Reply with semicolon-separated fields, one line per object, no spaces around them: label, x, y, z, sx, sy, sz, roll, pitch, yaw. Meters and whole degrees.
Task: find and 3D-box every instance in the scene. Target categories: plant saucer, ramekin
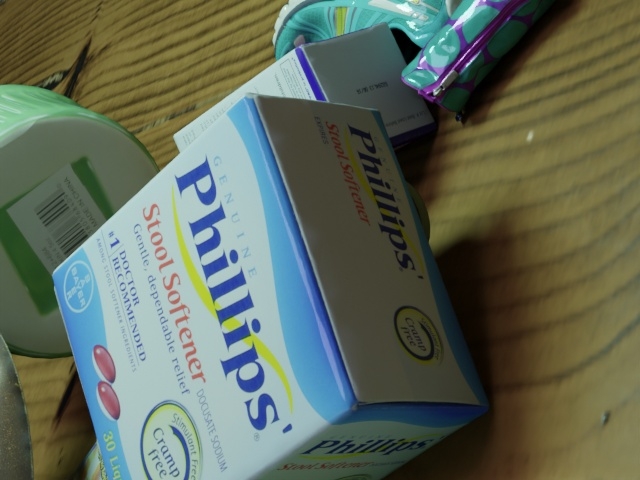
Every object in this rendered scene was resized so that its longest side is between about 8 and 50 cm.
plant saucer;-0.368;0.226;1.666;0.310;0.050;0.310;0;90;59
ramekin;-0.309;-0.015;1.809;0.148;0.303;0.303;13;76;56

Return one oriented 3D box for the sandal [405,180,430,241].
sandal;0.000;0.027;1.432;0.303;0.086;0.120;-26;88;45

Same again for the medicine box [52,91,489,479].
medicine box;-0.049;0.073;1.289;0.289;0.149;0.263;-40;60;39

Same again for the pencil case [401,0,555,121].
pencil case;0.138;-0.176;1.397;0.152;0.064;0.070;-50;12;24

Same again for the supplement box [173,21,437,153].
supplement box;-0.019;-0.098;1.510;0.220;0.111;0.114;-30;84;49

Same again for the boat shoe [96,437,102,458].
boat shoe;-0.134;0.094;1.593;0.098;0.109;0.302;-25;37;59

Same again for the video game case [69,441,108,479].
video game case;-0.227;0.349;1.555;0.244;0.061;0.269;-54;27;20

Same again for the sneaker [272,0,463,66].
sneaker;0.039;-0.188;1.558;0.275;0.107;0.110;-18;59;56
